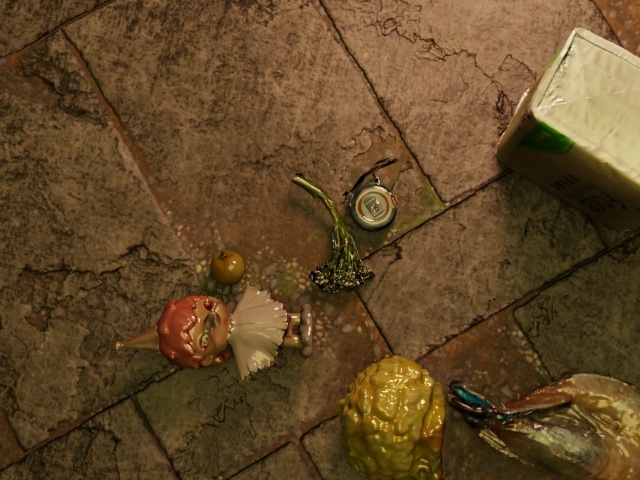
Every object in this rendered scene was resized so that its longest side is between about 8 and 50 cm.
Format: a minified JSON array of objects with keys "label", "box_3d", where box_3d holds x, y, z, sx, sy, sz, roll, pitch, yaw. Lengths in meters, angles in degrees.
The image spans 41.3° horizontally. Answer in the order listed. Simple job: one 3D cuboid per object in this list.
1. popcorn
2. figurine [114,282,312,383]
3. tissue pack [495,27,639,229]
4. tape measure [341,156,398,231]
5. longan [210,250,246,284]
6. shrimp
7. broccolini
[{"label":"popcorn","box_3d":[0.150,0.359,1.628,0.251,0.206,0.237,42,72,-6]},{"label":"figurine","box_3d":[-0.209,0.175,1.673,0.387,0.166,0.206,2,67,-1]},{"label":"tissue pack","box_3d":[0.521,-0.181,1.564,0.332,0.405,0.205,31,89,5]},{"label":"tape measure","box_3d":[0.113,-0.086,1.689,0.104,0.180,0.107,-36,83,-18]},{"label":"longan","box_3d":[-0.188,0.051,1.726,0.075,0.083,0.075,-7,45,7]},{"label":"shrimp","box_3d":[0.468,0.354,1.664,0.446,0.110,0.221,14,79,0]},{"label":"broccolini","box_3d":[-0.003,-0.008,1.734,0.123,0.062,0.271,-30,89,-16]}]
